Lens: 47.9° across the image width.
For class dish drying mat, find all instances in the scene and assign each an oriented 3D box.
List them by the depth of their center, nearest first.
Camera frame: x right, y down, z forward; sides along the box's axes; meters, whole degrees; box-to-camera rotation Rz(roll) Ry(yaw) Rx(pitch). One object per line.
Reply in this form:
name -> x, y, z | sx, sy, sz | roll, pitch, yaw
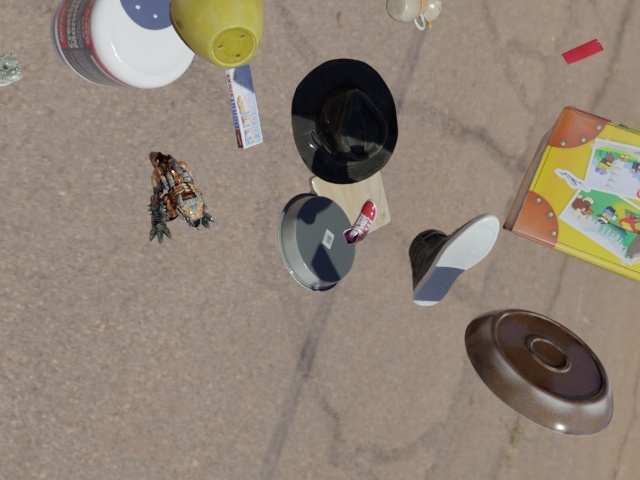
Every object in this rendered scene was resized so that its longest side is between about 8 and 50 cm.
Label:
dish drying mat -> 0.566, -0.408, 1.559 | 0.032, 0.083, 0.008 | 48, 53, -20

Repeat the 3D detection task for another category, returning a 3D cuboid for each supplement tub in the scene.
supplement tub -> -0.362, -0.375, 1.304 | 0.191, 0.272, 0.191 | -10, 107, -36

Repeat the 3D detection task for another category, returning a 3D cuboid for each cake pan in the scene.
cake pan -> 0.000, 0.000, 2.077 | 0.293, 0.054, 0.293 | 15, 69, -44

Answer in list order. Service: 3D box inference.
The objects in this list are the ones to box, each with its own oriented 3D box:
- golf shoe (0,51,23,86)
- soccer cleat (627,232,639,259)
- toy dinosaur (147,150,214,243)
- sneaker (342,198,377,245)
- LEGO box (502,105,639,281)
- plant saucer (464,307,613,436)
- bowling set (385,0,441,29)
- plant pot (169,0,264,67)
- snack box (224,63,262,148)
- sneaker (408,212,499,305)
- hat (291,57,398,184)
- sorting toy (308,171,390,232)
golf shoe -> -0.613, -0.288, 1.248 | 0.176, 0.086, 0.069 | -5, 83, -44
soccer cleat -> 0.373, 0.039, 0.667 | 0.196, 0.076, 0.068 | 36, 38, -11
toy dinosaur -> -0.353, -0.126, 1.786 | 0.164, 0.322, 0.218 | -4, 131, -6
sneaker -> 0.091, -0.038, 1.675 | 0.067, 0.042, 0.118 | -31, 147, -50
LEGO box -> 0.557, -0.011, 1.103 | 0.372, 0.500, 0.193 | -8, 119, -77
plant saucer -> 0.423, 0.230, 1.367 | 0.311, 0.310, 0.050 | -17, 139, -45
bowling set -> 0.159, -0.440, 0.947 | 0.154, 0.200, 0.287 | -29, 104, -55
plant pot -> -0.133, -0.295, 1.001 | 0.134, 0.095, 0.134 | -16, 145, -12
snack box -> -0.171, -0.299, 1.614 | 0.064, 0.022, 0.178 | -30, 119, -45
sneaker -> 0.284, 0.006, 1.622 | 0.105, 0.295, 0.147 | 12, 45, -23
hat -> 0.082, -0.305, 1.862 | 0.331, 0.134, 0.331 | -3, 100, -17
sorting toy -> 0.081, -0.135, 2.358 | 0.255, 0.089, 0.257 | -27, 116, -26
